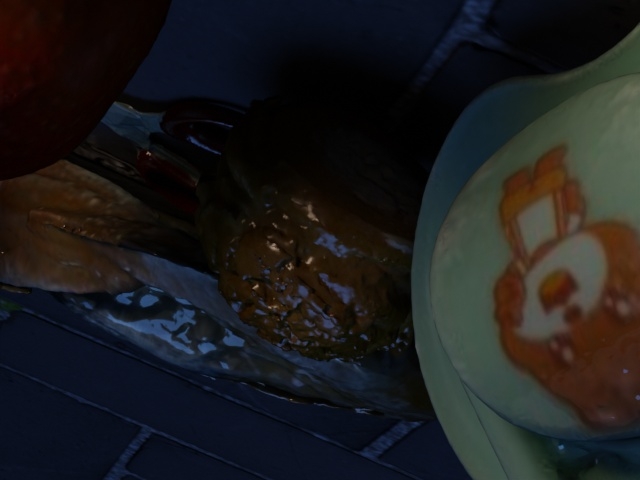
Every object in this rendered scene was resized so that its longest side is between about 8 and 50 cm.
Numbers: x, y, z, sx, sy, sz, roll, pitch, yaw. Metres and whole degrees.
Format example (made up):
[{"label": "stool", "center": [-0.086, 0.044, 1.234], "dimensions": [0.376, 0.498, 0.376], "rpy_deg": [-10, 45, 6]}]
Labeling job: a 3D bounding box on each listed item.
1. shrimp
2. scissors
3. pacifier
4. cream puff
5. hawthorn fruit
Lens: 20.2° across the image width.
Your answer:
[{"label": "shrimp", "center": [-0.115, 0.020, 1.161], "dimensions": [0.446, 0.110, 0.221], "rpy_deg": [22, 172, 5]}, {"label": "scissors", "center": [-0.145, -0.085, 1.108], "dimensions": [0.248, 0.017, 0.144], "rpy_deg": [26, 154, -9]}, {"label": "pacifier", "center": [0.203, 0.021, 0.822], "dimensions": [0.269, 0.288, 0.343], "rpy_deg": [-1, 160, -38]}, {"label": "cream puff", "center": [0.000, 0.000, 0.989], "dimensions": [0.150, 0.165, 0.115], "rpy_deg": [34, 118, -3]}, {"label": "hawthorn fruit", "center": [-0.172, -0.108, 0.839], "dimensions": [0.197, 0.225, 0.196], "rpy_deg": [9, 144, 7]}]
